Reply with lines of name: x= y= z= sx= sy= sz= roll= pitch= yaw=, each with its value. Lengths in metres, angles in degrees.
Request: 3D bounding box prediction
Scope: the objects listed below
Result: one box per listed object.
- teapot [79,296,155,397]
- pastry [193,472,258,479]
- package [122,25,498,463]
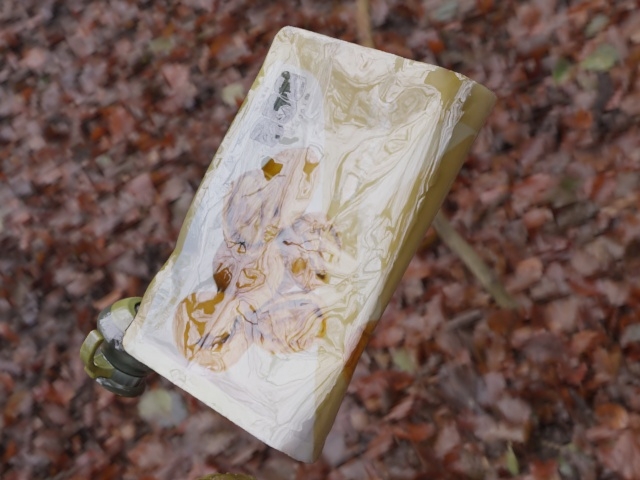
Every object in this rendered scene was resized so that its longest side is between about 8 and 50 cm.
teapot: x=-0.276 y=0.151 z=1.667 sx=0.130 sy=0.166 sz=0.119 roll=44 pitch=112 yaw=25
pastry: x=-0.102 y=0.365 z=1.227 sx=0.121 sy=0.257 sz=0.235 roll=-29 pitch=59 yaw=40
package: x=0.016 y=0.008 z=0.975 sx=0.221 sy=0.165 sz=0.311 roll=23 pitch=88 yaw=40
